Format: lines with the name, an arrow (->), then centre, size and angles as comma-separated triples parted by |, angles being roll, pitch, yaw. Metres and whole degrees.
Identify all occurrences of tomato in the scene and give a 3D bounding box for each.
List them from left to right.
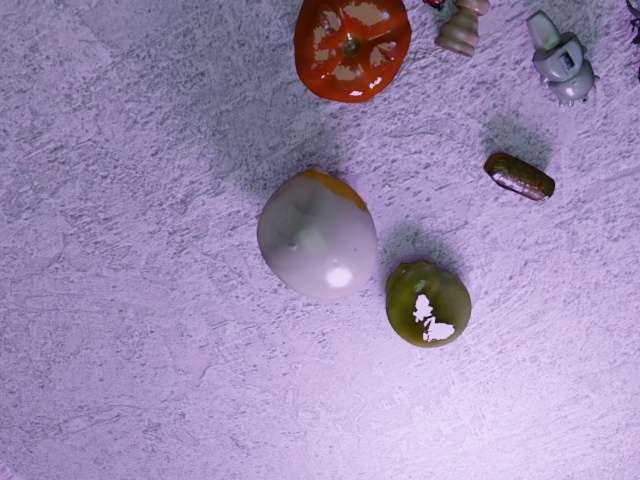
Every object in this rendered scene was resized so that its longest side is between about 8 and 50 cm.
tomato -> 0.064, -0.421, 1.028 | 0.259, 0.180, 0.260 | 1, 120, 1

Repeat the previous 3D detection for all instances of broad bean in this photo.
broad bean -> 0.299, 0.180, 1.356 | 0.237, 0.119, 0.291 | -16, 116, 10

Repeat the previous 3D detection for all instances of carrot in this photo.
carrot -> 0.489, -0.157, 1.199 | 0.173, 0.082, 0.082 | 25, 115, -13

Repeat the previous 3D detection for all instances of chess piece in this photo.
chess piece -> 0.321, -0.489, 1.034 | 0.094, 0.094, 0.171 | 21, 112, -8

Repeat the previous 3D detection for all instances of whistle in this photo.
whistle -> 0.528, -0.397, 1.068 | 0.110, 0.092, 0.244 | -38, 111, 21

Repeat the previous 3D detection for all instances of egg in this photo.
egg -> 0.000, 0.000, 1.190 | 0.282, 0.283, 0.345 | -28, 118, 16

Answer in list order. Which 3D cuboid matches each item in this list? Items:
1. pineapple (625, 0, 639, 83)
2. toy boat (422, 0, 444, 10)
pineapple -> 0.779, -0.387, 1.044 | 0.364, 0.165, 0.165 | 45, 111, -9
toy boat -> 0.229, -0.566, 1.016 | 0.069, 0.059, 0.173 | -22, 121, 14
